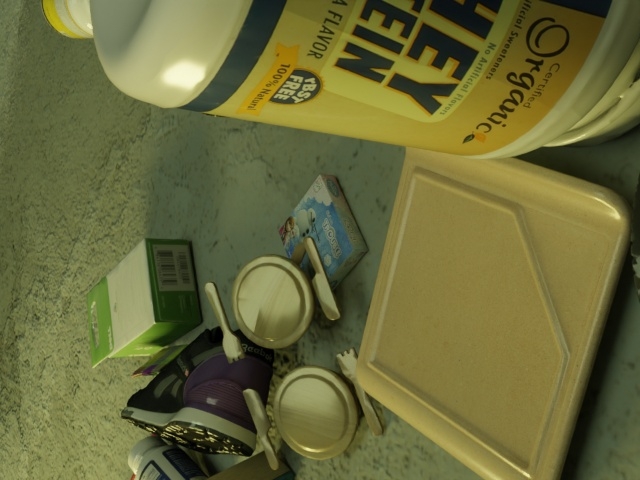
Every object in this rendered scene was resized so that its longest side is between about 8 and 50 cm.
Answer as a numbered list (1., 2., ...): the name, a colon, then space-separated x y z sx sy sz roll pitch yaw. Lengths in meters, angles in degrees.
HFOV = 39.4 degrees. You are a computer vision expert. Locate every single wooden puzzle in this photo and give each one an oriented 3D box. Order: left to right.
1. wooden puzzle: 0.119 0.051 0.663 0.221 0.044 0.238 29 116 52

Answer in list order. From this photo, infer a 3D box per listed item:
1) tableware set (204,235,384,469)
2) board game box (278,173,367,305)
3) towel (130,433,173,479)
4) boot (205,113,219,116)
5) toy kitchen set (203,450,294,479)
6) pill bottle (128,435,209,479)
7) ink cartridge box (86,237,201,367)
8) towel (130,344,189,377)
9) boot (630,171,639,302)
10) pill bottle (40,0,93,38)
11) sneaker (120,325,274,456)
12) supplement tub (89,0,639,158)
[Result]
1. tableware set: -0.020 0.105 0.826 0.128 0.039 0.194 -24 82 26
2. board game box: 0.000 0.000 0.848 0.090 0.020 0.090 -52 49 39
3. towel: -0.181 0.423 1.066 0.237 0.037 0.329 -61 42 31
4. boot: -0.064 -0.170 0.870 0.045 0.121 0.099 6 99 53
5. toy kitchen set: -0.066 0.347 0.866 0.166 0.122 0.207 37 120 27
6. pill bottle: -0.167 0.275 1.013 0.120 0.067 0.067 34 115 40
7. ink cartridge box: -0.230 0.084 1.134 0.209 0.062 0.108 -34 60 49
8. towel: -0.193 0.147 1.088 0.083 0.060 0.009 -18 106 52
9. boot: 0.246 0.038 0.472 0.137 0.077 0.197 -14 69 36
10. pill bottle: -0.315 -0.335 1.248 0.184 0.103 0.103 16 101 54
11. sneaker: -0.124 0.160 0.974 0.283 0.107 0.124 -16 48 59
12. supplement tub: 0.047 -0.170 0.520 0.228 0.316 0.228 -18 70 60
